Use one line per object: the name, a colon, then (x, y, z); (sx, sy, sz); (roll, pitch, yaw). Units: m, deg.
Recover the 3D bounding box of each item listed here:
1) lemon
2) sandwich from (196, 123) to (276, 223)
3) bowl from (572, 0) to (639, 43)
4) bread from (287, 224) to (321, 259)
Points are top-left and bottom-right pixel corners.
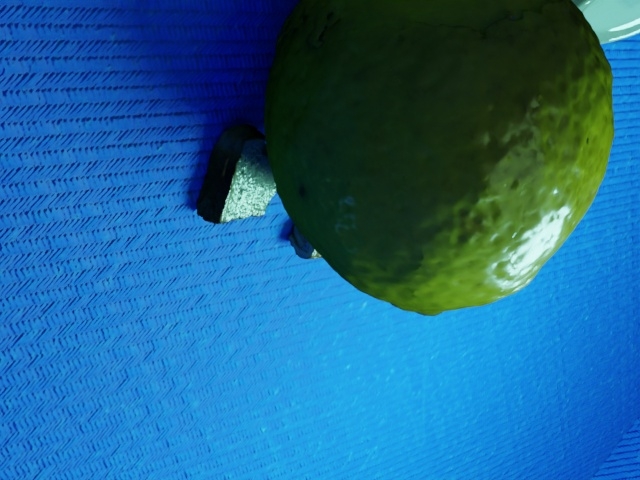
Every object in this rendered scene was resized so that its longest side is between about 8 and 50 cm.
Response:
lemon: (0.113, -0.101, 1.480); (0.350, 0.350, 0.387); (-22, 119, -49)
sandwich: (-0.077, -0.071, 1.541); (0.093, 0.036, 0.105); (-19, 132, -49)
bowl: (0.308, -0.319, 1.633); (0.307, 0.163, 0.307); (-17, 163, -5)
bread: (0.000, 0.000, 1.730); (0.036, 0.047, 0.083); (-38, 161, 30)
